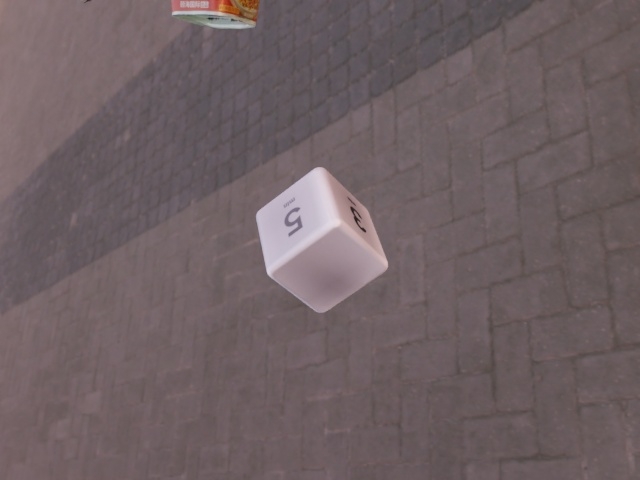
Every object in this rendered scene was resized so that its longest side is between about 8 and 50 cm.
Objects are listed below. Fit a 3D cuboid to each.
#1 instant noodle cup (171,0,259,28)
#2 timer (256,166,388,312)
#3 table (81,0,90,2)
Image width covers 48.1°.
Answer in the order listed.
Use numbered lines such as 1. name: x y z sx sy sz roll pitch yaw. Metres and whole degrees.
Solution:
1. instant noodle cup: -0.270 -0.736 1.907 0.294 0.293 0.308 16 104 54
2. timer: 0.000 0.000 1.513 0.194 0.192 0.195 -35 40 18
3. table: -0.321 -0.400 1.036 0.082 0.070 0.083 -19 24 37
